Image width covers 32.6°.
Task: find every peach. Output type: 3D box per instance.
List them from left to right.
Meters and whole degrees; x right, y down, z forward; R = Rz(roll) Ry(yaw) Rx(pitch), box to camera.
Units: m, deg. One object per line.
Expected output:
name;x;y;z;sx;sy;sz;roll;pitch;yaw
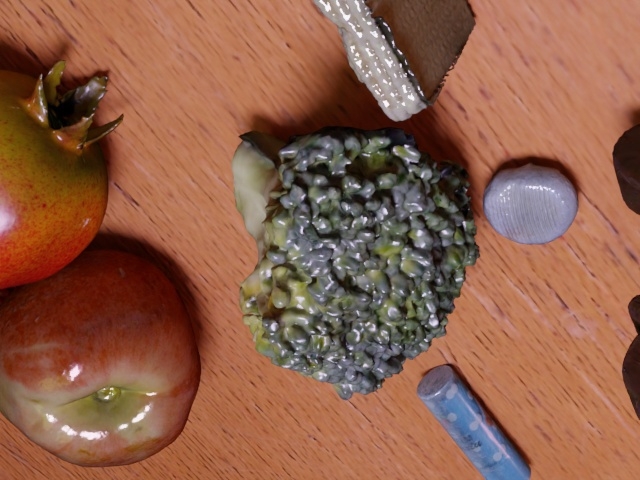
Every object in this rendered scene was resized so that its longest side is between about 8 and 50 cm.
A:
peach;-0.247;0.120;1.184;0.232;0.257;0.232;-7;113;-16

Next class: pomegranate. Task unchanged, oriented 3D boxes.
pomegranate;-0.301;-0.069;1.044;0.256;0.221;0.221;-36;109;15

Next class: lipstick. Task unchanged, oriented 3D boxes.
lipstick;0.163;0.202;1.160;0.048;0.048;0.158;-22;116;38

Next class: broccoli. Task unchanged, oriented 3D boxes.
broccoli;0.000;0.000;0.946;0.245;0.248;0.288;27;131;33

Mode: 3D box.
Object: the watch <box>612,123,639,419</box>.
watch;0.323;-0.057;0.655;0.314;0.335;0.327;8;141;20

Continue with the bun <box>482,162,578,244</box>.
bun;0.182;-0.033;0.945;0.083;0.045;0.083;11;131;13

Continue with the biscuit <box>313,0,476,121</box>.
biscuit;0.022;-0.221;0.784;0.052;0.150;0.252;-16;121;34

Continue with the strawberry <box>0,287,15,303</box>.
strawberry;-0.410;0.029;1.246;0.236;0.111;0.190;40;167;-24
